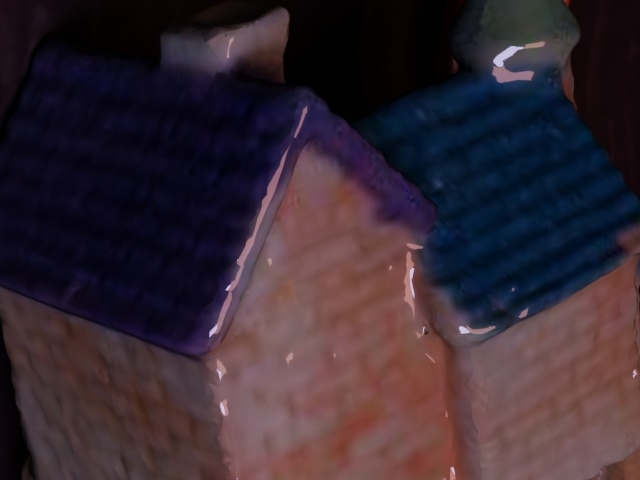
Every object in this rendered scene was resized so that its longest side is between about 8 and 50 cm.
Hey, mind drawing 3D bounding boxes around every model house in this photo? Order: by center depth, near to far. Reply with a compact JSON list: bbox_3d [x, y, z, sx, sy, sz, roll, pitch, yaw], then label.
[{"bbox_3d":[0.000,0.000,0.981,0.312,0.245,0.280,-26,118,-33],"label":"model house"}]

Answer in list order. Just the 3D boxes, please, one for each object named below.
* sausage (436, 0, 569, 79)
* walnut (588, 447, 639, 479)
[{"bbox_3d":[0.114,-0.183,1.104,0.074,0.074,0.274,-9,117,-40],"label":"sausage"},{"bbox_3d":[0.236,0.161,1.301,0.198,0.198,0.245,-43,129,-19],"label":"walnut"}]
